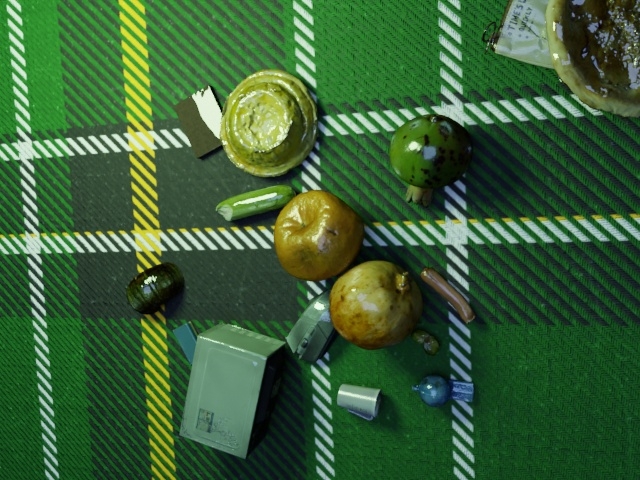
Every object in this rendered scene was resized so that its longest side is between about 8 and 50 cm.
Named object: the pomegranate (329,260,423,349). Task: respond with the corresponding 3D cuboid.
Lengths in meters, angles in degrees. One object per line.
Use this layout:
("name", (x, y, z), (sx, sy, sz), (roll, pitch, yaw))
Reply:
("pomegranate", (0.142, 0.158, 1.573), (0.248, 0.248, 0.248), (2, 95, 17))

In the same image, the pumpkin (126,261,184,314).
("pumpkin", (-0.501, 0.147, 1.842), (0.183, 0.107, 0.119), (-40, 88, 18))

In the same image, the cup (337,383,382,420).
("cup", (0.110, 0.442, 1.701), (0.116, 0.074, 0.104), (7, 125, 20))

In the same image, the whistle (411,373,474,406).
("whistle", (0.314, 0.390, 1.619), (0.158, 0.090, 0.090), (4, 96, 17))

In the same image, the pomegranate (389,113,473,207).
("pomegranate", (0.266, -0.193, 1.544), (0.202, 0.202, 0.248), (16, 130, 15))

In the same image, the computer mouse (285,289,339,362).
("computer mouse", (-0.011, 0.236, 1.713), (0.126, 0.071, 0.231), (38, 105, 11))

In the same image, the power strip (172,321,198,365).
("power strip", (-0.382, 0.306, 1.854), (0.056, 0.032, 0.123), (-29, 86, 18))

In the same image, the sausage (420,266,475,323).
("sausage", (0.328, 0.137, 1.611), (0.177, 0.047, 0.040), (45, 122, 9))

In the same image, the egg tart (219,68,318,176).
("egg tart", (-0.149, -0.315, 1.678), (0.290, 0.115, 0.290), (1, 94, 13))

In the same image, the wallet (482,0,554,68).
("wallet", (0.559, -0.554, 1.463), (0.274, 0.068, 0.335), (23, 98, 7))

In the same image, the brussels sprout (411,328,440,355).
("brussels sprout", (0.274, 0.263, 1.638), (0.083, 0.046, 0.051), (37, 145, 11))

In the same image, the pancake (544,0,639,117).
("pancake", (0.692, -0.463, 1.387), (0.382, 0.071, 0.382), (0, 97, 1))

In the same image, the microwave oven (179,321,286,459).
("microwave oven", (-0.237, 0.408, 1.741), (0.237, 0.181, 0.295), (14, 99, 14))

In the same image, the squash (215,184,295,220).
("squash", (-0.181, -0.104, 1.737), (0.238, 0.069, 0.069), (-13, 91, 17))

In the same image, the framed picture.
("framed picture", (-0.331, -0.336, 1.786), (0.128, 0.023, 0.168), (-26, 87, 17))

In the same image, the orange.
("orange", (0.000, 0.000, 1.621), (0.249, 0.183, 0.249), (-22, 53, 33))
